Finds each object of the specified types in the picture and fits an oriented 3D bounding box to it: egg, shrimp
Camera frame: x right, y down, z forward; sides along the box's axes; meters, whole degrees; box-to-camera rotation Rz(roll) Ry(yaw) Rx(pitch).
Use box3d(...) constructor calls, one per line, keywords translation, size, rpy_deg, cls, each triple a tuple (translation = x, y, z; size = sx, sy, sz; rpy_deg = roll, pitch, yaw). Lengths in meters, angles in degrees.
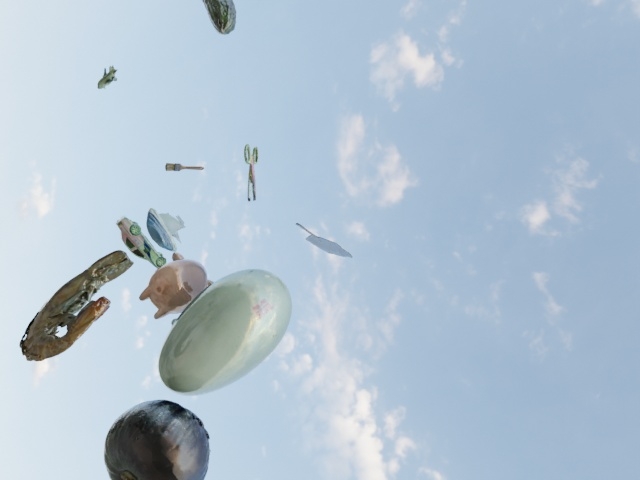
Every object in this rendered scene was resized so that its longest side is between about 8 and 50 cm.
box3d(translation=(-0.224, 0.220, 1.100), size=(0.230, 0.371, 0.230), rpy_deg=(33, -32, 24), cls="egg")
box3d(translation=(-0.460, 0.126, 0.856), size=(0.253, 0.058, 0.173), rpy_deg=(-40, -140, -7), cls="shrimp")

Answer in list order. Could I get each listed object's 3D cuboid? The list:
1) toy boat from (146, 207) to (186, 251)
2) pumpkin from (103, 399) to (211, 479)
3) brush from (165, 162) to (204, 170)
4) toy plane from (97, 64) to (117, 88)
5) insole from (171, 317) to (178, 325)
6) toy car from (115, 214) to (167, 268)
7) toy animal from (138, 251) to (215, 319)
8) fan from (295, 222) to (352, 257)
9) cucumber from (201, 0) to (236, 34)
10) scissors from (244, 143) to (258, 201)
box3d(translation=(-0.353, -0.040, 1.043), size=(0.034, 0.105, 0.149), rpy_deg=(-25, -149, 18), cls="toy boat")
box3d(translation=(-0.342, 0.451, 0.950), size=(0.232, 0.163, 0.233), rpy_deg=(8, -68, 20), cls="pumpkin")
box3d(translation=(-0.602, -0.324, 2.011), size=(0.043, 0.169, 0.014), rpy_deg=(-61, -138, 44), cls="brush")
box3d(translation=(-0.632, -0.481, 1.346), size=(0.083, 0.033, 0.080), rpy_deg=(-49, -122, 7), cls="toy plane")
box3d(translation=(-0.367, 0.263, 1.335), size=(0.002, 0.152, 0.053), rpy_deg=(-45, -149, 30), cls="insole")
box3d(translation=(-0.599, 0.018, 1.511), size=(0.224, 0.076, 0.090), rpy_deg=(59, -19, -24), cls="toy car")
box3d(translation=(-0.397, 0.121, 1.278), size=(0.154, 0.250, 0.167), rpy_deg=(-31, -82, 2), cls="toy animal")
box3d(translation=(0.000, 0.000, 1.328), size=(0.132, 0.220, 0.009), rpy_deg=(7, -112, 46), cls="fan")
box3d(translation=(-0.257, -0.599, 1.144), size=(0.077, 0.077, 0.265), rpy_deg=(-50, -132, 30), cls="cucumber")
box3d(translation=(-0.230, -0.224, 1.514), size=(0.019, 0.133, 0.187), rpy_deg=(2, -82, 10), cls="scissors")
